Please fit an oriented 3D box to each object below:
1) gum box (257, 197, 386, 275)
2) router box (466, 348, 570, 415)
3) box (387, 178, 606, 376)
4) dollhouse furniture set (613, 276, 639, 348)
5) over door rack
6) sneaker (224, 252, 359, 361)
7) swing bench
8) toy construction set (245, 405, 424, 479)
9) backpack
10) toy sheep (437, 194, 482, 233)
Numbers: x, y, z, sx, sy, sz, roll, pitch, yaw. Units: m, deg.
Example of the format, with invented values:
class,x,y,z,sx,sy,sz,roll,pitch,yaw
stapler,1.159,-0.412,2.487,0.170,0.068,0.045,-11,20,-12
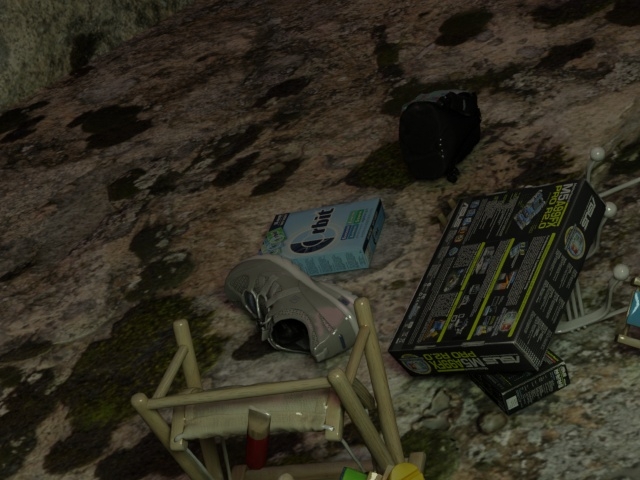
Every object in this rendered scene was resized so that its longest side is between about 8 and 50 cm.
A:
class,x,y,z,sx,sy,sz,roll,pitch,yaw
gum box,0.000,0.000,2.213,0.184,0.041,0.157,-8,29,19
router box,0.245,0.162,1.761,0.092,0.038,0.122,-26,28,-11
box,0.228,0.049,1.797,0.216,0.060,0.270,-9,44,45
dollhouse furniture set,0.445,0.051,1.655,0.129,0.183,0.129,17,-2,6
over door rack,0.433,-0.023,1.832,0.324,0.108,0.239,-14,45,15
sneaker,-0.058,0.098,2.001,0.115,0.105,0.281,-36,32,-30
swing bench,-0.041,0.222,1.598,0.253,0.254,0.165,-9,28,20
toy construction set,0.026,0.278,1.354,0.309,0.237,0.257,41,64,19
backpack,0.201,-0.192,2.332,0.115,0.152,0.182,7,24,25
toy sheep,0.230,-0.022,2.055,0.132,0.091,0.091,1,33,48
